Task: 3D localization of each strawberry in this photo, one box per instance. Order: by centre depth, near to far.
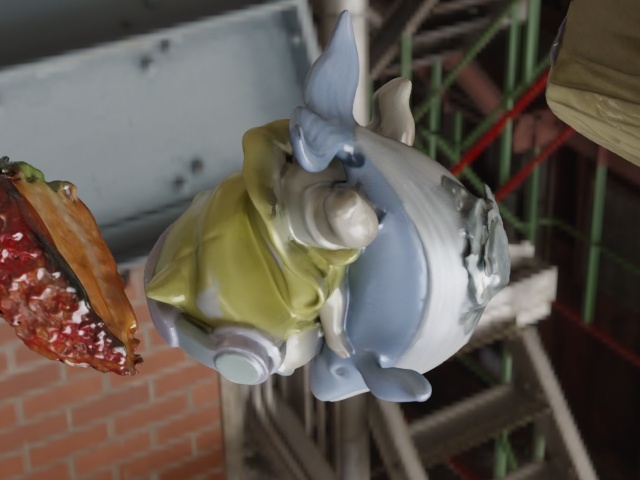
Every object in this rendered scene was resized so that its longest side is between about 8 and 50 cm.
[{"bbox_3d":[-0.210,0.018,1.130,0.085,0.192,0.140,-32,-156,10],"label":"strawberry"}]

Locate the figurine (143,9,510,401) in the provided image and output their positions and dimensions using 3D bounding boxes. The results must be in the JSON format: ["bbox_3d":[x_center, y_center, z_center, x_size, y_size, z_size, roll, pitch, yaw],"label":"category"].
[{"bbox_3d":[0.000,0.000,0.731,0.183,0.209,0.128,5,-140,14],"label":"figurine"}]

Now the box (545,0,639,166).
[{"bbox_3d":[0.160,-0.100,0.611,0.111,0.177,0.111,17,179,0],"label":"box"}]
